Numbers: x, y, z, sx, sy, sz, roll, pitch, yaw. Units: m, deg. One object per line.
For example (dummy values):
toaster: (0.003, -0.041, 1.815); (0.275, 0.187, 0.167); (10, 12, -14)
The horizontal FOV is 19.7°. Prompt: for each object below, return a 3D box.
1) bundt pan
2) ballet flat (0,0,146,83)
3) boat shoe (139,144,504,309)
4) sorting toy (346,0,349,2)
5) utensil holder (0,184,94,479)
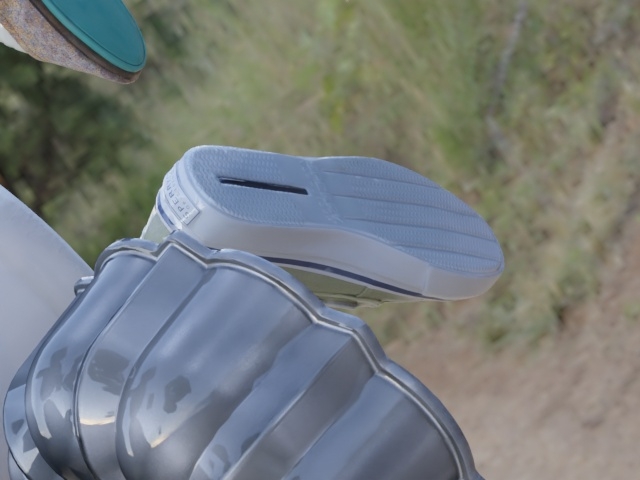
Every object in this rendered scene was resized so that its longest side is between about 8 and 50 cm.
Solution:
bundt pan: (-0.056, 0.162, 1.064); (0.124, 0.331, 0.331); (-44, 6, -33)
ballet flat: (-0.278, -0.235, 1.553); (0.106, 0.316, 0.107); (-23, 37, 29)
boat shoe: (0.000, 0.000, 1.314); (0.302, 0.109, 0.094); (11, -46, -37)
sorting toy: (0.114, -0.253, 1.343); (0.132, 0.046, 0.274); (-51, 7, -39)
utensil holder: (-0.360, 0.144, 1.323); (0.385, 0.327, 0.327); (-50, 6, -20)
